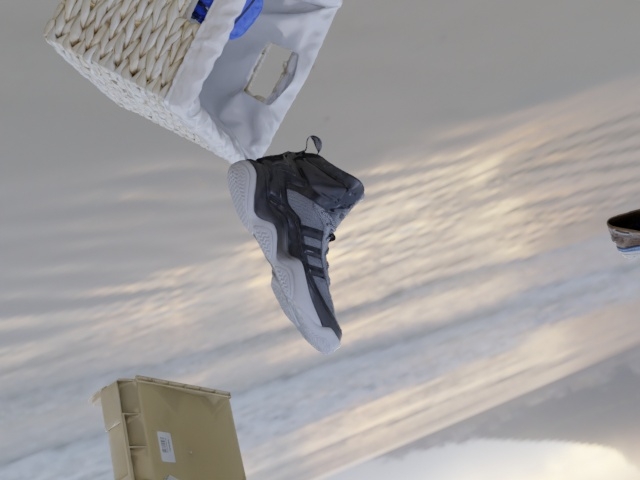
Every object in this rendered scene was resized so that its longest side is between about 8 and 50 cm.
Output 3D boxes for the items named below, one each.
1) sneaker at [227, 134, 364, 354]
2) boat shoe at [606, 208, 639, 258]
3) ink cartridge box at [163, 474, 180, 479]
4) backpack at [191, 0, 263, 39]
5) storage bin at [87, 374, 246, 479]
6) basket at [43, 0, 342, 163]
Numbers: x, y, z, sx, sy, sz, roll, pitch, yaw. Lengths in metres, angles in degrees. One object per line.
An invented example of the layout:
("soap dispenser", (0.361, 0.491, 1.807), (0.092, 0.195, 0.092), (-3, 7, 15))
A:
("sneaker", (0.000, 0.000, 1.449), (0.153, 0.268, 0.101), (-26, -178, -13))
("boat shoe", (0.468, -0.024, 1.563), (0.183, 0.066, 0.066), (-23, -150, 47))
("ink cartridge box", (-0.171, 0.429, 1.602), (0.127, 0.175, 0.072), (-62, -178, 12))
("backpack", (-0.142, -0.336, 1.594), (0.098, 0.120, 0.101), (-46, -154, 7))
("storage bin", (-0.256, 0.383, 1.953), (0.123, 0.262, 0.260), (-35, 145, 32))
("basket", (-0.175, -0.321, 1.660), (0.328, 0.266, 0.331), (-64, 164, -5))
